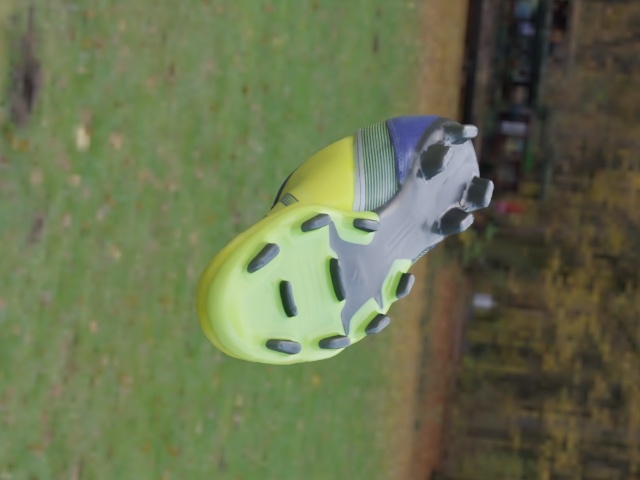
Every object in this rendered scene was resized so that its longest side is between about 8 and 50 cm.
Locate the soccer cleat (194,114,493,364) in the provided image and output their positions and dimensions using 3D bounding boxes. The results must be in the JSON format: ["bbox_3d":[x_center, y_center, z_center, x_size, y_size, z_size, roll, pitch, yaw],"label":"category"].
[{"bbox_3d":[0.001,0.001,1.057,0.289,0.121,0.093,-37,116,-50],"label":"soccer cleat"}]
